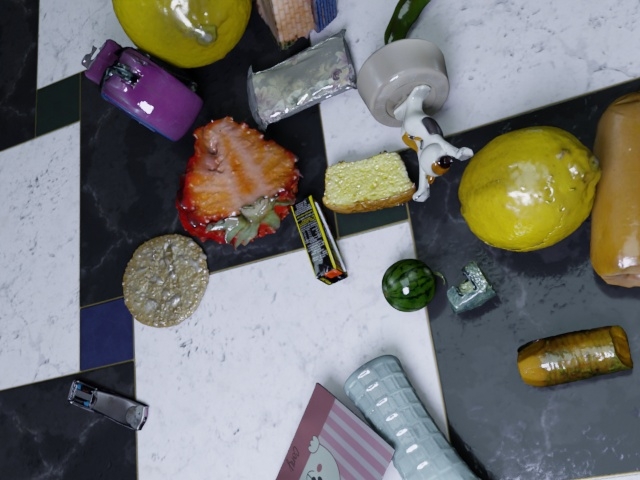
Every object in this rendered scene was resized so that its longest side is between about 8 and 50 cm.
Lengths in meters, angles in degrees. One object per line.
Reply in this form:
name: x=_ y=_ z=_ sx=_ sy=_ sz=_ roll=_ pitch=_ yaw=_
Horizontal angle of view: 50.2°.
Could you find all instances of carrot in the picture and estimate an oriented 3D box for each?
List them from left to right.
carrot: x=0.404 y=0.186 z=1.091 sx=0.173 sy=0.082 sz=0.082 roll=-19 pitch=67 yaw=21

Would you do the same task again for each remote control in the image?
remote control: x=-0.454 y=0.348 z=1.452 sx=0.212 sy=0.028 sz=0.059 roll=11 pitch=77 yaw=27

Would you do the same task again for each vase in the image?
vase: x=0.156 y=0.339 z=1.126 sx=0.143 sy=0.143 sz=0.299 roll=-39 pitch=58 yaw=8

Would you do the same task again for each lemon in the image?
lemon: x=-0.310 y=-0.552 z=1.520 sx=0.336 sy=0.336 sz=0.336 roll=-7 pitch=71 yaw=22
lemon: x=0.342 y=-0.085 z=1.130 sx=0.260 sy=0.204 sz=0.204 roll=-25 pitch=60 yaw=50

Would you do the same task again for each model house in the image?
model house: x=-0.050 y=-0.544 z=1.497 sx=0.172 sy=0.166 sz=0.183 roll=-22 pitch=46 yaw=-7
model house: x=0.256 y=0.087 z=1.191 sx=0.083 sy=0.079 sz=0.066 roll=-33 pitch=61 yaw=13

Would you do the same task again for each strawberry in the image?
strawberry: x=-0.186 y=-0.101 z=1.417 sx=0.253 sy=0.150 sz=0.280 roll=-43 pitch=57 yaw=-17

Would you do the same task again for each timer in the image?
timer: x=0.181 y=-0.215 z=1.249 sx=0.175 sy=0.175 sz=0.266 roll=-24 pitch=58 yaw=16

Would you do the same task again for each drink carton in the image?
drink carton: x=0.000 y=0.000 z=1.338 sx=0.056 sy=0.071 sz=0.166 roll=-28 pitch=66 yaw=17

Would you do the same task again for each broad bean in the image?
broad bean: x=0.193 y=-0.487 z=1.423 sx=0.065 sy=0.046 sz=0.254 roll=32 pitch=89 yaw=22

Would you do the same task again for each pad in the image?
pad: x=0.001 y=0.423 z=1.166 sx=0.202 sy=0.005 sz=0.300 roll=33 pitch=106 yaw=42

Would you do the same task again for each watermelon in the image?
watermelon: x=0.162 y=0.077 z=1.226 sx=0.109 sy=0.109 sz=0.109 roll=-7 pitch=71 yaw=22

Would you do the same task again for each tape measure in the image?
tape measure: x=-0.384 y=-0.337 z=1.520 sx=0.231 sy=0.245 sz=0.149 roll=32 pitch=89 yaw=45

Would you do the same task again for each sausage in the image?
sausage: x=0.514 y=-0.103 z=1.121 sx=0.134 sy=0.116 sz=0.354 roll=-5 pitch=67 yaw=34

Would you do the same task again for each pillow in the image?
pillow: x=-0.040 y=-0.339 z=1.473 sx=0.255 sy=0.059 sz=0.169 roll=-20 pitch=65 yaw=15

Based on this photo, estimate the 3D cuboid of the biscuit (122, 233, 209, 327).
biscuit: x=-0.338 y=0.086 z=1.483 sx=0.219 sy=0.033 sz=0.220 roll=-7 pitch=72 yaw=20

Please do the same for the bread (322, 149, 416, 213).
bread: x=0.096 y=-0.110 z=1.335 sx=0.187 sy=0.065 sz=0.103 roll=-14 pitch=67 yaw=21
